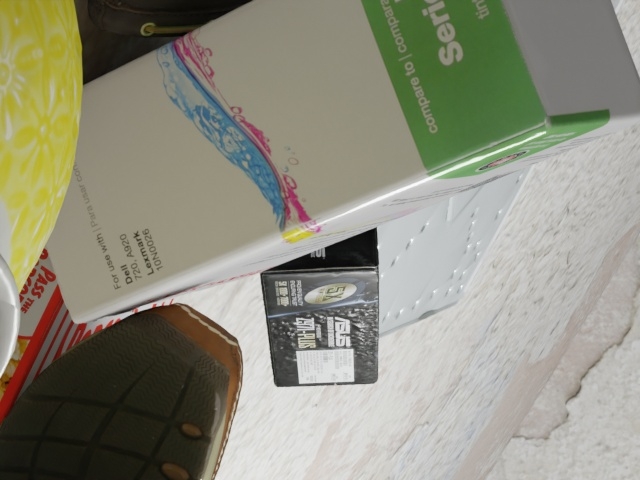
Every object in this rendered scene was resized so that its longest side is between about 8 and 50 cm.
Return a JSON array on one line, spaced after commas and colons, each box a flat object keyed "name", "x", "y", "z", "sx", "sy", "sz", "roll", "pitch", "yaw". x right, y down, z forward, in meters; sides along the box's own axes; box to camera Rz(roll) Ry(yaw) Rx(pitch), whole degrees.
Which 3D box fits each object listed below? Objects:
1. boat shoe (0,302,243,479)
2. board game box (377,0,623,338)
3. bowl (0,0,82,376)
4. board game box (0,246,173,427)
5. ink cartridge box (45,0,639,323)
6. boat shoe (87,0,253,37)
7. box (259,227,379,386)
[{"name": "boat shoe", "x": -0.130, "y": 0.158, "z": 0.908, "sx": 0.120, "sy": 0.122, "sz": 0.324, "roll": -39, "pitch": 164, "yaw": -56}, {"name": "board game box", "x": 0.133, "y": -0.088, "z": 1.411, "sx": 0.390, "sy": 0.050, "sz": 0.390, "roll": -63, "pitch": 161, "yaw": 18}, {"name": "bowl", "x": -0.179, "y": -0.008, "z": 0.463, "sx": 0.289, "sy": 0.156, "sz": 0.289, "roll": -31, "pitch": 148, "yaw": -22}, {"name": "board game box", "x": -0.155, "y": 0.062, "z": 0.923, "sx": 0.193, "sy": 0.045, "sz": 0.147, "roll": -63, "pitch": 161, "yaw": 15}, {"name": "ink cartridge box", "x": 0.008, "y": -0.064, "z": 0.806, "sx": 0.278, "sy": 0.117, "sz": 0.201, "roll": -22, "pitch": 177, "yaw": 26}, {"name": "boat shoe", "x": -0.042, "y": -0.150, "z": 0.828, "sx": 0.227, "sy": 0.081, "sz": 0.069, "roll": -14, "pitch": 136, "yaw": -55}, {"name": "box", "x": 0.000, "y": 0.000, "z": 1.058, "sx": 0.180, "sy": 0.077, "sz": 0.147, "roll": 87, "pitch": 1, "yaw": -60}]
